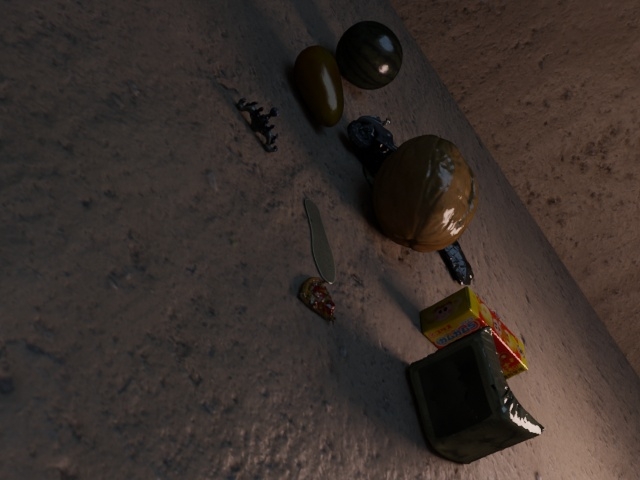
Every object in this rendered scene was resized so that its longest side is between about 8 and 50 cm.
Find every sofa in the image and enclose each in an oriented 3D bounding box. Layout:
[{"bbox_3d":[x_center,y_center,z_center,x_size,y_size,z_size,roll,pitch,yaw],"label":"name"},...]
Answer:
[{"bbox_3d":[0.325,0.331,1.584,0.176,0.210,0.225,29,37,-43],"label":"sofa"}]

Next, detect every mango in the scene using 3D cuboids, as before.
[{"bbox_3d":[-0.003,-0.408,1.959,0.138,0.113,0.253,28,45,-53],"label":"mango"}]

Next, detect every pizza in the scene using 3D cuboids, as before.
[{"bbox_3d":[-0.001,0.101,1.466,0.100,0.029,0.099,44,27,-28],"label":"pizza"}]

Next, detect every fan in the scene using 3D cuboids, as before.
[{"bbox_3d":[0.159,-0.141,2.060,0.152,0.008,0.227,50,26,-16],"label":"fan"}]

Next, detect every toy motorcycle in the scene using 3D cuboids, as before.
[{"bbox_3d":[0.177,-0.256,2.107,0.270,0.106,0.159,40,32,-23],"label":"toy motorcycle"}]

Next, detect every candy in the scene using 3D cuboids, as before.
[{"bbox_3d":[0.386,0.249,1.865,0.276,0.146,0.088,45,28,-27],"label":"candy"}]

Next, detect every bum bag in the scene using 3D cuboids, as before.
[{"bbox_3d":[0.397,0.048,2.232,0.087,0.049,0.198,-15,73,-39],"label":"bum bag"}]

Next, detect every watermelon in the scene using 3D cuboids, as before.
[{"bbox_3d":[0.154,-0.574,2.322,0.212,0.212,0.212,42,29,-30],"label":"watermelon"}]

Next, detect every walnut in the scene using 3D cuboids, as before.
[{"bbox_3d":[0.270,-0.126,1.931,0.277,0.252,0.313,43,55,-43],"label":"walnut"}]

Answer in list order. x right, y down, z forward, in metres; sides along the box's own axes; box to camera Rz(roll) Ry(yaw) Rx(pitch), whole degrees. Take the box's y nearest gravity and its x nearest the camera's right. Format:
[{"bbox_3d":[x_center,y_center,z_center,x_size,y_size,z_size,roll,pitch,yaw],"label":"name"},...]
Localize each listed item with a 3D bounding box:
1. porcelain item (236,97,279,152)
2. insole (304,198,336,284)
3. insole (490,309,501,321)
[{"bbox_3d":[-0.119,-0.263,1.619,0.136,0.075,0.021,56,24,-2],"label":"porcelain item"},{"bbox_3d":[0.001,0.000,1.616,0.080,0.003,0.232,32,35,-43],"label":"insole"},{"bbox_3d":[0.524,0.248,2.276,0.065,0.004,0.197,61,25,6],"label":"insole"}]
